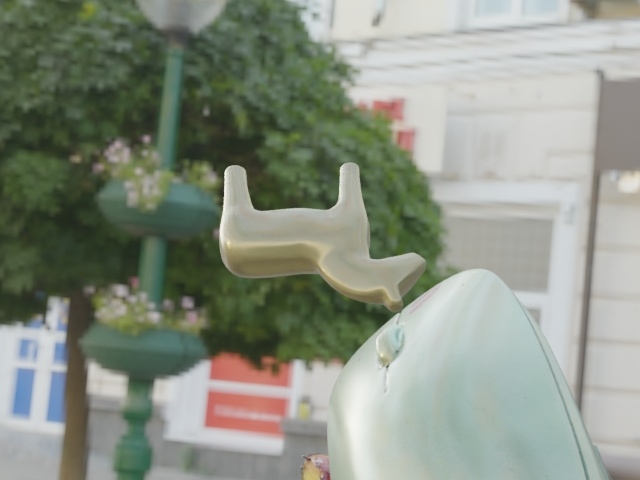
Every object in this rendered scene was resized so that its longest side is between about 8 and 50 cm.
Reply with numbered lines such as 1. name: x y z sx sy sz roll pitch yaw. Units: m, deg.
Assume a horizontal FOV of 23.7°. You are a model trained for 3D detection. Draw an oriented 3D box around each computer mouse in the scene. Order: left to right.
1. computer mouse: 0.069 0.134 0.834 0.159 0.288 0.097 -41 -47 22

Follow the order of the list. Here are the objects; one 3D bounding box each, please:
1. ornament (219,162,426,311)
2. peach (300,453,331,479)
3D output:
1. ornament: 0.000 0.000 1.732 0.230 0.061 0.245 -3 39 0
2. peach: 0.012 0.194 1.085 0.050 0.083 0.077 -4 -43 -19
